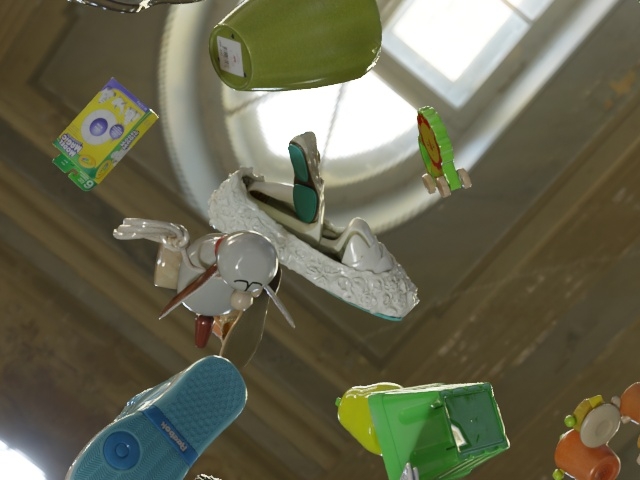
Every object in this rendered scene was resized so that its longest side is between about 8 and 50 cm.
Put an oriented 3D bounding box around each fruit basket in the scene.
[{"bbox_3d":[0.211,0.457,2.575,0.392,0.392,0.282,3,-113,-55],"label":"fruit basket"}]

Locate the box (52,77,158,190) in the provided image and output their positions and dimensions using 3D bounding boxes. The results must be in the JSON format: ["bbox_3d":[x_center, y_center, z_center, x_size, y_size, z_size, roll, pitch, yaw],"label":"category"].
[{"bbox_3d":[-0.375,-0.179,1.836,0.105,0.179,0.043,39,178,23],"label":"box"}]

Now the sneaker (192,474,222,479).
[{"bbox_3d":[-0.191,0.518,1.636,0.158,0.182,0.410,23,-168,5],"label":"sneaker"}]

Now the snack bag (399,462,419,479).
[{"bbox_3d":[0.138,0.653,2.071,0.037,0.342,0.323,14,-158,-6],"label":"snack bag"}]

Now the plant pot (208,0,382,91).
[{"bbox_3d":[-0.073,-0.412,2.195,0.294,0.274,0.275,-29,-112,-35],"label":"plant pot"}]

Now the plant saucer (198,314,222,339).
[{"bbox_3d":[-0.254,0.187,2.596,0.200,0.037,0.200,43,168,12],"label":"plant saucer"}]

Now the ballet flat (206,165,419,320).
[{"bbox_3d":[0.000,0.000,1.835,0.409,0.147,0.147,26,-156,-3],"label":"ballet flat"}]

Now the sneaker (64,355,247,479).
[{"bbox_3d":[-0.259,0.297,1.511,0.319,0.208,0.127,-34,-89,-44],"label":"sneaker"}]

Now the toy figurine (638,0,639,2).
[{"bbox_3d":[0.564,-0.392,1.271,0.217,0.362,0.191,-40,-93,-29],"label":"toy figurine"}]

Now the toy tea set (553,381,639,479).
[{"bbox_3d":[0.562,0.327,1.978,0.336,0.200,0.124,-11,-152,-25],"label":"toy tea set"}]

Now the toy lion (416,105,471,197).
[{"bbox_3d":[0.124,-0.097,1.156,0.100,0.034,0.096,-147,36,-81],"label":"toy lion"}]

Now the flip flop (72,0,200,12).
[{"bbox_3d":[-0.266,-0.376,1.549,0.112,0.080,0.277,21,-153,37],"label":"flip flop"}]

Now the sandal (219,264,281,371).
[{"bbox_3d":[-0.156,0.144,2.098,0.079,0.240,0.088,21,177,42],"label":"sandal"}]

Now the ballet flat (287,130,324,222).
[{"bbox_3d":[-0.015,-0.102,1.725,0.057,0.168,0.052,26,-129,30],"label":"ballet flat"}]

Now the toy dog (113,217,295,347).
[{"bbox_3d":[-0.136,0.068,1.401,0.220,0.160,0.334,6,178,6],"label":"toy dog"}]
